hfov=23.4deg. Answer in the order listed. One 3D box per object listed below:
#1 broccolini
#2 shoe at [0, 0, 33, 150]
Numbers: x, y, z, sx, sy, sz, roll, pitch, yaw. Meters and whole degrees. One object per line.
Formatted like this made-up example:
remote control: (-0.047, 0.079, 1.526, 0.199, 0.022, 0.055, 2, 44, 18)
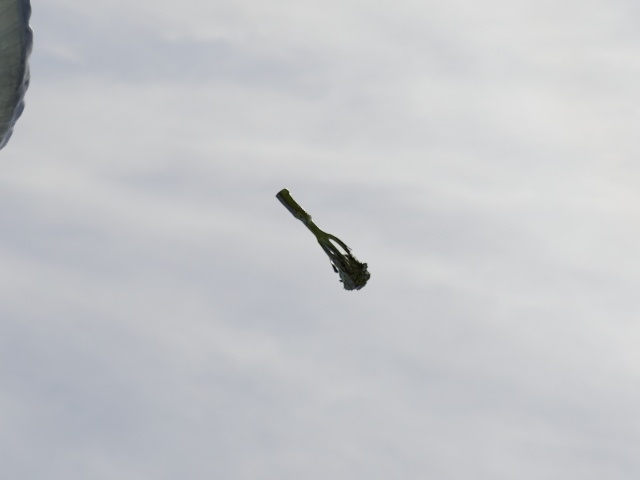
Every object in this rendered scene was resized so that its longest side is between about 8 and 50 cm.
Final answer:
broccolini: (0.000, 0.000, 1.672, 0.035, 0.140, 0.030, -38, -172, 49)
shoe: (-0.260, -0.170, 0.842, 0.171, 0.336, 0.132, -16, -141, -25)
